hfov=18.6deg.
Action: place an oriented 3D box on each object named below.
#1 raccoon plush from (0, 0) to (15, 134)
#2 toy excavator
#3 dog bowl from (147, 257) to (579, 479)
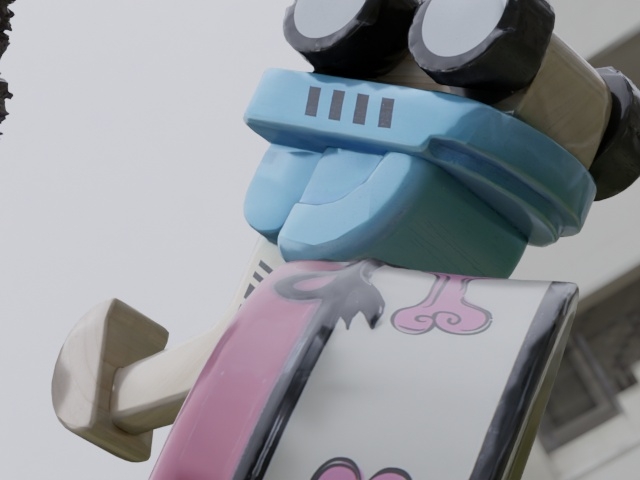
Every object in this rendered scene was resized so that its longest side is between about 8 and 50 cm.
[{"bbox_3d":[-0.233,-0.075,1.094,0.216,0.447,0.299,-2,-14,-27],"label":"raccoon plush"},{"bbox_3d":[0.000,0.000,1.619,0.222,0.433,0.445,38,-108,-42],"label":"toy excavator"},{"bbox_3d":[-0.006,0.191,0.984,0.150,0.408,0.408,20,-41,10],"label":"dog bowl"}]
